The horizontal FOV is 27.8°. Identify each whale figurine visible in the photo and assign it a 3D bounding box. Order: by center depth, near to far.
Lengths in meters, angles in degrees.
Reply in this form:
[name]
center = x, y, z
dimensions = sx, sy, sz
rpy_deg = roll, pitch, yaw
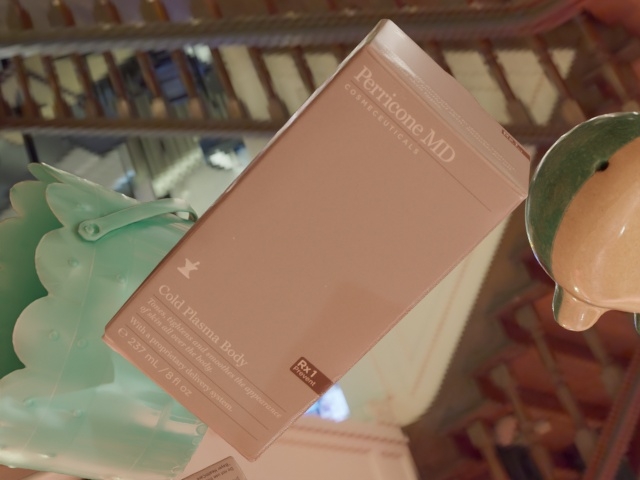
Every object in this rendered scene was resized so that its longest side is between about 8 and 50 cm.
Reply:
[whale figurine]
center = 0.282, -0.011, 1.177
dimensions = 0.216, 0.141, 0.272
rpy_deg = -45, 141, 1

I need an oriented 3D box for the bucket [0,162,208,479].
[bucket]
center = -0.199, 0.080, 1.127
dimensions = 0.183, 0.281, 0.281
rpy_deg = 18, 136, -22

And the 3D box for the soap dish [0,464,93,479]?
[soap dish]
center = -0.327, 0.236, 1.367
dimensions = 0.229, 0.291, 0.118
rpy_deg = -24, 117, -2

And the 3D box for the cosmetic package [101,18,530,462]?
[cosmetic package]
center = 0.000, 0.000, 0.762
dimensions = 0.238, 0.127, 0.107
rpy_deg = -47, -175, 22

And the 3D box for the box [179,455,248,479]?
[box]
center = -0.080, 0.232, 0.837
dimensions = 0.126, 0.137, 0.072
rpy_deg = -22, 153, -27
